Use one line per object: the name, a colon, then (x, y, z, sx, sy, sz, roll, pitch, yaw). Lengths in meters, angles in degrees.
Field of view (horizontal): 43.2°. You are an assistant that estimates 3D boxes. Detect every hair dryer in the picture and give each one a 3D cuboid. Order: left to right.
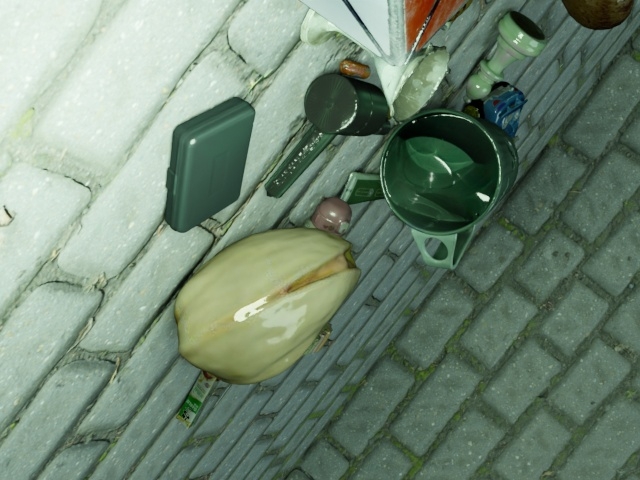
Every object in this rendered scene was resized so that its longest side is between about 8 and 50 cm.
hair dryer: (0.008, -0.200, 1.653, 0.302, 0.116, 0.244, -45, 164, 20)

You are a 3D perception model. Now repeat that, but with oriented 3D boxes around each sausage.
sausage: (0.066, -0.339, 1.604, 0.031, 0.031, 0.107, -57, 161, 19)

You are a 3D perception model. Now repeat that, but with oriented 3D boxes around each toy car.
toy car: (0.511, -0.327, 2.451, 0.198, 0.166, 0.314, -32, 154, -36)

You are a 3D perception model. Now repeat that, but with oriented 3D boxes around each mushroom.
mushroom: (0.804, -0.730, 2.142, 0.331, 0.356, 0.335, -153, -120, -83)

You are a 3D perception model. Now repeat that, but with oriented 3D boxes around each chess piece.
chess piece: (0.472, -0.474, 2.182, 0.139, 0.139, 0.272, -26, 162, -51)

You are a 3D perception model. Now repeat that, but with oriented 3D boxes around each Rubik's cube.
Rubik's cube: (0.091, -0.446, 1.121, 0.259, 0.260, 0.255, -49, 160, -14)

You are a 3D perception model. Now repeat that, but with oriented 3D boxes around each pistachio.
pistachio: (-0.110, 0.127, 1.687, 0.445, 0.282, 0.365, -25, 177, -38)

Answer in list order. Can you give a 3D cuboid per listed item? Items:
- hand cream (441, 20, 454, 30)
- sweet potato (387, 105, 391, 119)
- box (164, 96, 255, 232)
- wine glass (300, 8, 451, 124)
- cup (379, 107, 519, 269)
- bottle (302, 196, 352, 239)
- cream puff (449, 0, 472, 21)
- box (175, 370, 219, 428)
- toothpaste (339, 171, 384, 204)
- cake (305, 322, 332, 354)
hand cream: (0.306, -0.518, 1.841, 0.102, 0.022, 0.035, -51, 157, -16)
sweet potato: (0.192, -0.345, 1.873, 0.041, 0.038, 0.153, -64, 177, -55)
box: (-0.189, -0.126, 1.383, 0.160, 0.050, 0.230, -35, 156, -37)
wine glass: (0.087, -0.322, 1.373, 0.156, 0.232, 0.156, -42, 159, -20)
cup: (0.338, -0.155, 2.154, 0.401, 0.310, 0.392, -58, 164, 21)
bottle: (0.000, 0.000, 1.960, 0.110, 0.110, 0.233, -25, 149, -52)
cream puff: (0.265, -0.520, 1.642, 0.149, 0.084, 0.149, -47, 160, -23)
box: (-0.307, 0.394, 2.082, 0.041, 0.050, 0.207, -15, 140, -58)
toothpaste: (0.150, -0.139, 2.128, 0.392, 0.061, 0.099, -9, 127, -60)
cake: (-0.067, 0.286, 2.338, 0.225, 0.109, 0.090, -22, 146, -56)
